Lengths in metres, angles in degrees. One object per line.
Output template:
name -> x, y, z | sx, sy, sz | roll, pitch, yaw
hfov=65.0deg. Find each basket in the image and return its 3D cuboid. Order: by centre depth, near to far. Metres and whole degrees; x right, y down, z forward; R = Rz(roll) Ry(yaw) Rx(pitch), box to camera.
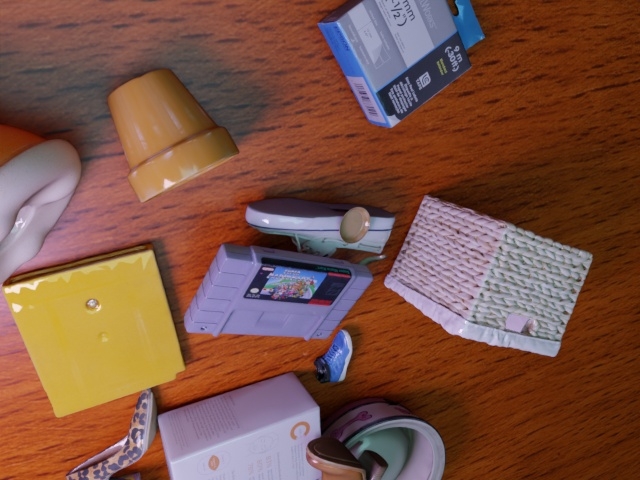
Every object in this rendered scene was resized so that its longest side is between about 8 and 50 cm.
basket -> 0.399, 0.079, 1.217 | 0.328, 0.331, 0.267 | 16, 100, -27

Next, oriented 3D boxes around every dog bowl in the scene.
dog bowl -> 0.138, 0.625, 1.404 | 0.407, 0.150, 0.408 | -8, 112, -21

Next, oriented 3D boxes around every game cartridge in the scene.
game cartridge -> -0.458, 0.191, 1.060 | 0.285, 0.052, 0.324 | -15, 116, -18
game cartridge -> -0.081, 0.121, 1.067 | 0.354, 0.068, 0.230 | 10, 133, -33

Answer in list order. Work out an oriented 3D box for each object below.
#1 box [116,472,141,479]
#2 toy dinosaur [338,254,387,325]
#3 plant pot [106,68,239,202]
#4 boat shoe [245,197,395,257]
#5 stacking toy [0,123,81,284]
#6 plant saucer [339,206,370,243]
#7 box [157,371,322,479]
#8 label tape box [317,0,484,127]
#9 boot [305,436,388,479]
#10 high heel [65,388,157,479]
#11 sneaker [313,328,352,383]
box -> -0.470, 0.743, 1.111 | 0.176, 0.290, 0.279 | -5, 109, -20
toy dinosaur -> 0.044, 0.114, 1.209 | 0.118, 0.064, 0.268 | 12, 128, -24
plant pot -> -0.282, -0.198, 0.919 | 0.205, 0.205, 0.188 | -29, 102, -11
boat shoe -> -0.003, -0.003, 1.141 | 0.366, 0.136, 0.157 | 0, 111, -33
stacking toy -> -0.658, -0.136, 0.753 | 0.479, 0.350, 0.351 | 38, 91, -12
plant saucer -> 0.070, -0.034, 1.081 | 0.083, 0.015, 0.084 | -15, 118, -30
box -> -0.184, 0.490, 1.194 | 0.345, 0.168, 0.215 | -12, 113, -23
label tape box -> 0.204, -0.447, 1.069 | 0.347, 0.115, 0.249 | -37, 118, -5
boot -> 0.021, 0.593, 1.193 | 0.283, 0.109, 0.220 | 33, 91, -46
high heel -> -0.474, 0.451, 1.136 | 0.186, 0.093, 0.262 | 8, 90, 0
sneaker -> 0.028, 0.302, 1.293 | 0.084, 0.058, 0.152 | -4, 116, -31
